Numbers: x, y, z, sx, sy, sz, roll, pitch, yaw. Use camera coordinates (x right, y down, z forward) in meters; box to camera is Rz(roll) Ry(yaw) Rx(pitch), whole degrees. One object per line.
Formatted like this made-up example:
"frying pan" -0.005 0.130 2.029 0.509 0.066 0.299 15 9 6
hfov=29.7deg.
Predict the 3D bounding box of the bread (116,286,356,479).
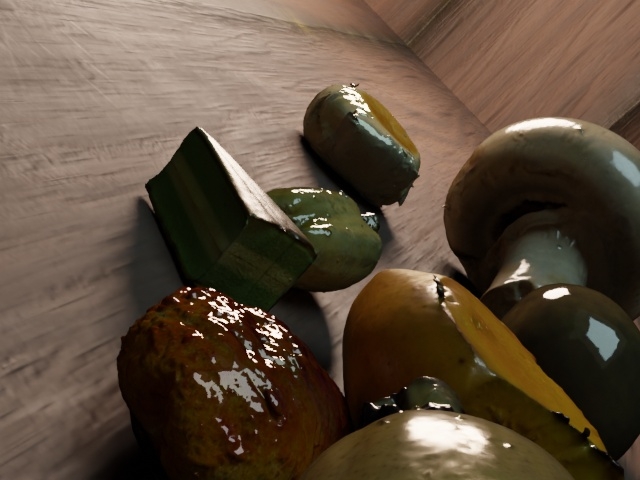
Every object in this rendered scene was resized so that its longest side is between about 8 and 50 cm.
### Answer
"bread" -0.033 0.088 0.675 0.139 0.095 0.269 57 13 13

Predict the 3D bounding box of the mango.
"mango" 0.083 0.111 0.823 0.187 0.138 0.257 54 -1 -16

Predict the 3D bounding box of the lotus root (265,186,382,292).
"lotus root" -0.001 0.001 1.012 0.090 0.077 0.183 57 20 14

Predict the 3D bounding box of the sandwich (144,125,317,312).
"sandwich" -0.067 -0.014 0.883 0.074 0.074 0.116 28 22 -43

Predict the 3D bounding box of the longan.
"longan" 0.234 0.143 1.145 0.185 0.159 0.204 -80 164 -53

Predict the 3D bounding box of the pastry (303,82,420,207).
"pastry" 0.052 -0.113 1.436 0.166 0.088 0.166 41 16 -14

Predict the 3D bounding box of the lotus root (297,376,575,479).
"lotus root" 0.052 0.162 0.531 0.183 0.183 0.310 42 16 -13

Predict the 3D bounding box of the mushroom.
"mushroom" 0.262 0.010 1.442 0.292 0.292 0.290 46 44 3
